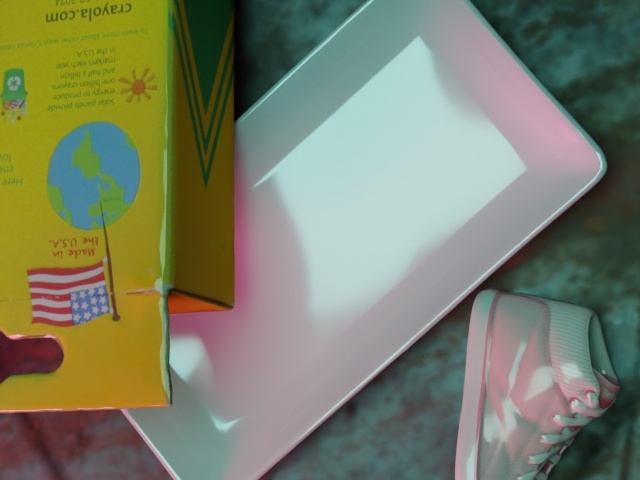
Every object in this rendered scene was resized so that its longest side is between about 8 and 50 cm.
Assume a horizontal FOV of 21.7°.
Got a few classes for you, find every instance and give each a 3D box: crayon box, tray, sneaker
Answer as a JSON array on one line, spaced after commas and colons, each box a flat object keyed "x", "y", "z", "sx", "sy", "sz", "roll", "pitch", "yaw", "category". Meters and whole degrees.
[{"x": -0.148, "y": -0.070, "z": 0.837, "sx": 0.202, "sy": 0.081, "sz": 0.319, "roll": -3, "pitch": 80, "yaw": 21, "category": "crayon box"}, {"x": 0.000, "y": 0.000, "z": 0.838, "sx": 0.270, "sy": 0.030, "sz": 0.145, "roll": -42, "pitch": 77, "yaw": 11, "category": "tray"}, {"x": 0.104, "y": 0.091, "z": 0.791, "sx": 0.070, "sy": 0.051, "sz": 0.134, "roll": 3, "pitch": 85, "yaw": 22, "category": "sneaker"}]
